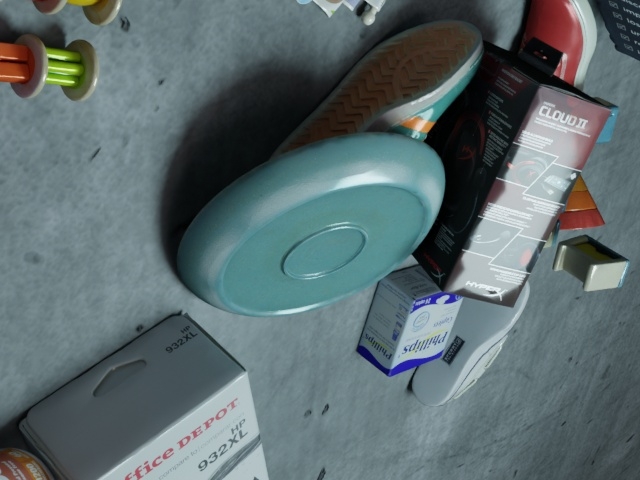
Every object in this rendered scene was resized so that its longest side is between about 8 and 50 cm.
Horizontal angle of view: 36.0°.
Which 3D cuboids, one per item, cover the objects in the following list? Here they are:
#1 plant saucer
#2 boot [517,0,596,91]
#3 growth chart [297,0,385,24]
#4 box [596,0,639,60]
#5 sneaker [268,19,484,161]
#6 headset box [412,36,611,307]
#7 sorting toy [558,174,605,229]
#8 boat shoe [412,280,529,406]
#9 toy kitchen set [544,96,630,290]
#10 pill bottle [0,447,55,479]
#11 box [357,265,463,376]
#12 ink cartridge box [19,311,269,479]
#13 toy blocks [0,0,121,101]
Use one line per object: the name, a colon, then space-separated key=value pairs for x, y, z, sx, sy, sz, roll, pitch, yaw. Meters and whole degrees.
plant saucer: x=0.000 y=0.000 z=1.089 sx=0.317 sy=0.044 sz=0.317 roll=-19 pitch=152 yaw=-11
boot: x=0.275 y=-0.217 z=1.310 sx=0.176 sy=0.088 sz=0.244 roll=-39 pitch=146 yaw=-18
growth chart: x=0.023 y=-0.309 z=0.989 sx=0.237 sy=0.021 sz=0.172 roll=18 pitch=106 yaw=-53
box: x=0.559 y=-0.343 z=1.110 sx=0.297 sy=0.480 sz=0.472 roll=-54 pitch=148 yaw=3
sneaker: x=0.071 y=-0.127 z=1.134 sx=0.302 sy=0.108 sz=0.121 roll=-41 pitch=145 yaw=-5
headset box: x=0.206 y=-0.102 z=1.190 sx=0.110 sy=0.218 sz=0.293 roll=13 pitch=110 yaw=-24
sorting toy: x=0.299 y=-0.069 z=1.477 sx=0.365 sy=0.127 sz=0.126 roll=-7 pitch=95 yaw=-44
boat shoe: x=0.255 y=0.161 z=1.602 sx=0.088 sy=0.096 sz=0.267 roll=14 pitch=110 yaw=-58
toy kitchen set: x=0.365 y=-0.064 z=1.315 sx=0.122 sy=0.166 sz=0.207 roll=-11 pitch=122 yaw=-33
pill bottle: x=-0.348 y=0.264 z=0.911 sx=0.121 sy=0.121 sz=0.216 roll=-58 pitch=162 yaw=6
box: x=0.134 y=0.113 z=1.437 sx=0.126 sy=0.072 sz=0.137 roll=-13 pitch=129 yaw=-43
ink cartridge box: x=-0.186 y=0.272 z=1.145 sx=0.223 sy=0.129 sz=0.307 roll=-34 pitch=141 yaw=-26
toy blocks: x=-0.238 y=-0.172 z=0.768 sx=0.148 sy=0.054 sz=0.123 roll=-1 pitch=119 yaw=-49
